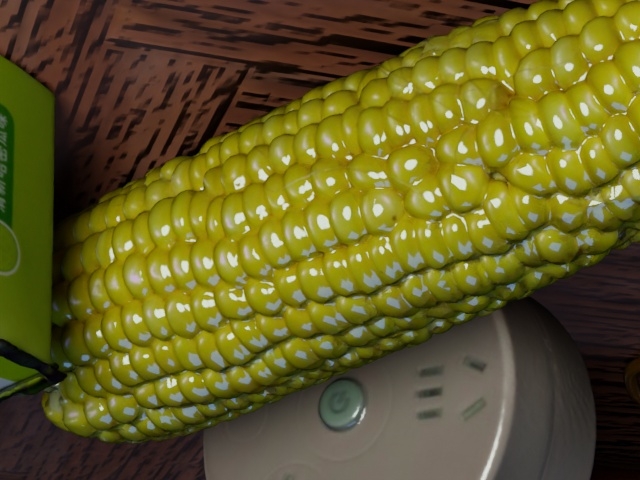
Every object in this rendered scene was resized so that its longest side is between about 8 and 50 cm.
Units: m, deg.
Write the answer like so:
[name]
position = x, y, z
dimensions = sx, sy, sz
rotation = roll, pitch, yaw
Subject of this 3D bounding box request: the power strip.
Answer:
[power strip]
position = 0.029, 0.074, 0.581
dimensions = 0.154, 0.154, 0.078
rotation = -24, 149, 30

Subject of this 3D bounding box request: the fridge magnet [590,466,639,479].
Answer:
[fridge magnet]
position = 0.135, 0.214, 0.822
dimensions = 0.363, 0.155, 0.363
rotation = 0, 159, 0

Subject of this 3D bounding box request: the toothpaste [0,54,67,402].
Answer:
[toothpaste]
position = -0.227, 0.038, 0.515
dimensions = 0.327, 0.110, 0.077
rotation = -24, 147, 31

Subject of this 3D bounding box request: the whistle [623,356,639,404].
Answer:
[whistle]
position = 0.197, 0.079, 0.739
dimensions = 0.046, 0.057, 0.109
rotation = -49, 139, -12

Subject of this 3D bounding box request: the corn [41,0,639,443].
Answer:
[corn]
position = 0.000, 0.000, 0.492
dimensions = 0.310, 0.101, 0.101
rotation = -22, 146, 32
